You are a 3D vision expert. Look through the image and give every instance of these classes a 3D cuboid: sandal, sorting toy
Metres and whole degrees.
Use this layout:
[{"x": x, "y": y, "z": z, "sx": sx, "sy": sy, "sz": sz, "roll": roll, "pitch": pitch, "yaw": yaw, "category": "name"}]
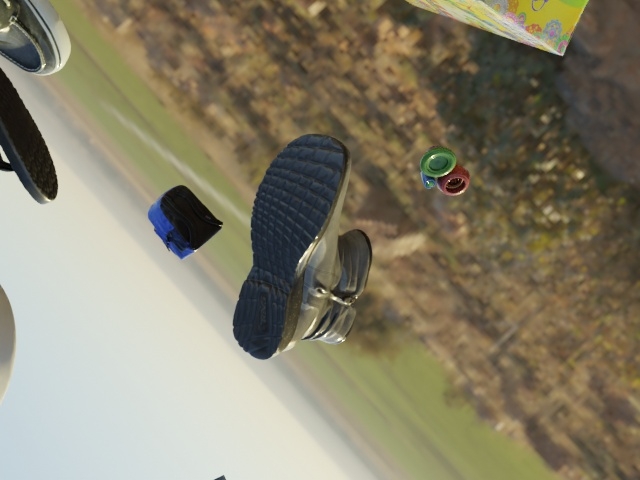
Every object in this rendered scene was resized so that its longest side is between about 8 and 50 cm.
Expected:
[{"x": -0.618, "y": -0.250, "z": 2.331, "sx": 0.446, "sy": 0.107, "sz": 0.167, "roll": 58, "pitch": -166, "yaw": -17, "category": "sandal"}, {"x": 0.168, "y": -0.104, "z": 1.835, "sx": 0.102, "sy": 0.061, "sz": 0.042, "roll": 48, "pitch": -161, "yaw": -42, "category": "sorting toy"}]

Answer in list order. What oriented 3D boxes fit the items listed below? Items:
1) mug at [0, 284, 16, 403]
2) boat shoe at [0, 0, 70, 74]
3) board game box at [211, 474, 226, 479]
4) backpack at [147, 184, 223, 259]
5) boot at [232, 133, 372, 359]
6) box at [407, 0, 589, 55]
[{"x": -0.637, "y": 0.158, "z": 1.684, "sx": 0.328, "sy": 0.374, "sz": 0.276, "roll": 26, "pitch": -158, "yaw": -54, "category": "mug"}, {"x": -0.482, "y": -0.331, "z": 1.803, "sx": 0.121, "sy": 0.119, "sz": 0.335, "roll": -15, "pitch": 134, "yaw": 31, "category": "boat shoe"}, {"x": -0.185, "y": 0.591, "z": 2.328, "sx": 0.302, "sy": 0.086, "sz": 0.308, "roll": 64, "pitch": -170, "yaw": 7, "category": "board game box"}, {"x": -0.267, "y": -0.034, "z": 2.450, "sx": 0.120, "sy": 0.098, "sz": 0.101, "roll": 52, "pitch": 137, "yaw": -7, "category": "backpack"}, {"x": 0.000, "y": 0.000, "z": 1.840, "sx": 0.118, "sy": 0.338, "sz": 0.222, "roll": 32, "pitch": -157, "yaw": 27, "category": "boot"}, {"x": 0.211, "y": -0.415, "z": 1.569, "sx": 0.177, "sy": 0.290, "sz": 0.279, "roll": 21, "pitch": -174, "yaw": -44, "category": "box"}]
